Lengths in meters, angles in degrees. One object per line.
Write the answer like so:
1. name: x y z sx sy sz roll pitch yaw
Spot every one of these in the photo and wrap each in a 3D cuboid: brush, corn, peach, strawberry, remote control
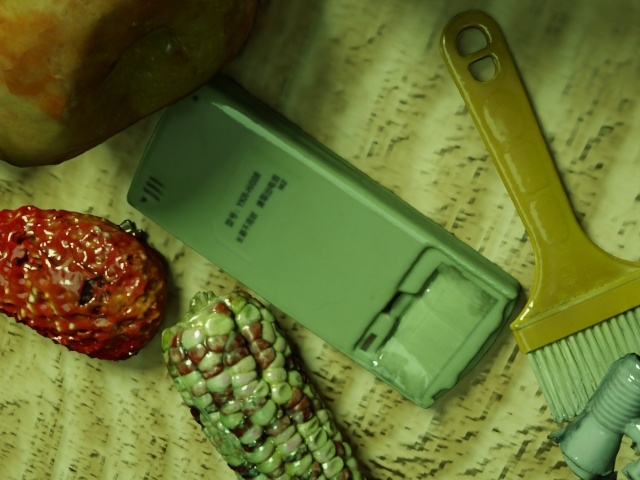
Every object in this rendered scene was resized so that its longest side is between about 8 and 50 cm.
1. brush: 0.145 -0.022 0.538 0.103 0.013 0.272 -25 93 3
2. corn: -0.018 0.159 0.620 0.092 0.092 0.280 -32 97 24
3. peach: -0.147 -0.156 0.501 0.214 0.214 0.235 33 103 7
4. strawberry: -0.212 0.038 0.654 0.188 0.082 0.121 10 111 13
5. remote control: 0.000 0.000 0.597 0.285 0.038 0.123 33 114 5

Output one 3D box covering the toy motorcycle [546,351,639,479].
1. toy motorcycle: 0.237 0.076 0.447 0.134 0.207 0.401 41 117 27
